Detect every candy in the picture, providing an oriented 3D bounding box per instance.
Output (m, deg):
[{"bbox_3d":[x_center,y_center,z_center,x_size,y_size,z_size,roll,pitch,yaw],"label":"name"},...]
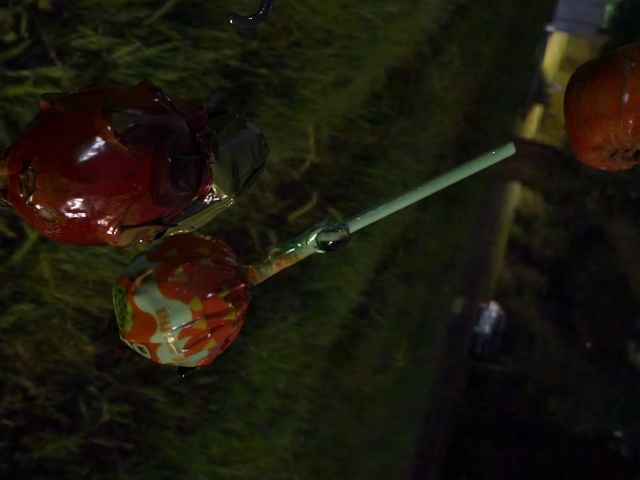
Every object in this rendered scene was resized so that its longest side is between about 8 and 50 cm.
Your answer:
[{"bbox_3d":[0.001,0.001,0.724,0.078,0.288,0.084,-124,-169,-60],"label":"candy"}]

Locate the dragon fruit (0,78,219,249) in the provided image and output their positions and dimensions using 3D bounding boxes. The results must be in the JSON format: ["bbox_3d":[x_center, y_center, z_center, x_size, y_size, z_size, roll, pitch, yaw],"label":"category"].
[{"bbox_3d":[-0.198,-0.054,0.821,0.125,0.246,0.125,-102,-165,-60],"label":"dragon fruit"}]

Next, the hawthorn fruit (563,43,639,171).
[{"bbox_3d":[0.295,-0.129,1.071,0.128,0.128,0.128,11,90,-77],"label":"hawthorn fruit"}]

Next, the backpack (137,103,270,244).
[{"bbox_3d":[-0.209,-0.092,1.648,0.140,0.253,0.207,56,30,-13],"label":"backpack"}]

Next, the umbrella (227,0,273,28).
[{"bbox_3d":[-0.084,-0.096,0.332,0.022,0.149,0.022,-161,-92,-73],"label":"umbrella"}]
